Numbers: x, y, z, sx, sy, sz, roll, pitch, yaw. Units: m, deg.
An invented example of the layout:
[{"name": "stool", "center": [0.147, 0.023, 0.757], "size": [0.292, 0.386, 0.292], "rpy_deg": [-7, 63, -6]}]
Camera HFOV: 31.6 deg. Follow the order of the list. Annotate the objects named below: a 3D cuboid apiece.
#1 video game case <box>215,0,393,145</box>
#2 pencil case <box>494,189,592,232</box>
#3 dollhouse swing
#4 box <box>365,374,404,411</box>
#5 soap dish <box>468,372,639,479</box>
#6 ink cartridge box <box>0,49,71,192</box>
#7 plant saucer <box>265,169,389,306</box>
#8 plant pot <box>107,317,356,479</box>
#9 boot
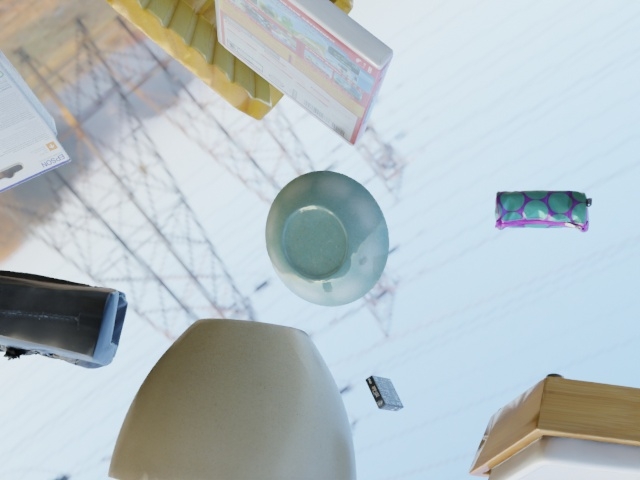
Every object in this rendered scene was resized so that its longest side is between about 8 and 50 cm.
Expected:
[{"name": "video game case", "center": [-0.026, -0.202, 1.178], "size": [0.025, 0.204, 0.285], "rpy_deg": [-51, 177, -10]}, {"name": "pencil case", "center": [0.356, -0.046, 1.814], "size": [0.152, 0.064, 0.070], "rpy_deg": [1, -133, 7]}, {"name": "dollhouse swing", "center": [-0.128, -0.379, 1.625], "size": [0.315, 0.347, 0.305], "rpy_deg": [-51, -166, -3]}, {"name": "box", "center": [0.127, 0.301, 2.229], "size": [0.018, 0.067, 0.083], "rpy_deg": [-35, 155, 19]}, {"name": "soap dish", "center": [0.364, 0.263, 1.444], "size": [0.229, 0.291, 0.118], "rpy_deg": [119, -23, -62]}, {"name": "ink cartridge box", "center": [-0.560, -0.182, 1.862], "size": [0.223, 0.224, 0.045], "rpy_deg": [-22, -142, 11]}, {"name": "plant saucer", "center": [0.000, 0.000, 1.578], "size": [0.195, 0.195, 0.037], "rpy_deg": [-32, 173, 26]}, {"name": "plant pot", "center": [-0.089, 0.193, 1.308], "size": [0.284, 0.284, 0.191], "rpy_deg": [-12, -112, 60]}, {"name": "boot", "center": [-0.491, 0.075, 1.598], "size": [0.445, 0.146, 0.367], "rpy_deg": [5, -173, -2]}]
